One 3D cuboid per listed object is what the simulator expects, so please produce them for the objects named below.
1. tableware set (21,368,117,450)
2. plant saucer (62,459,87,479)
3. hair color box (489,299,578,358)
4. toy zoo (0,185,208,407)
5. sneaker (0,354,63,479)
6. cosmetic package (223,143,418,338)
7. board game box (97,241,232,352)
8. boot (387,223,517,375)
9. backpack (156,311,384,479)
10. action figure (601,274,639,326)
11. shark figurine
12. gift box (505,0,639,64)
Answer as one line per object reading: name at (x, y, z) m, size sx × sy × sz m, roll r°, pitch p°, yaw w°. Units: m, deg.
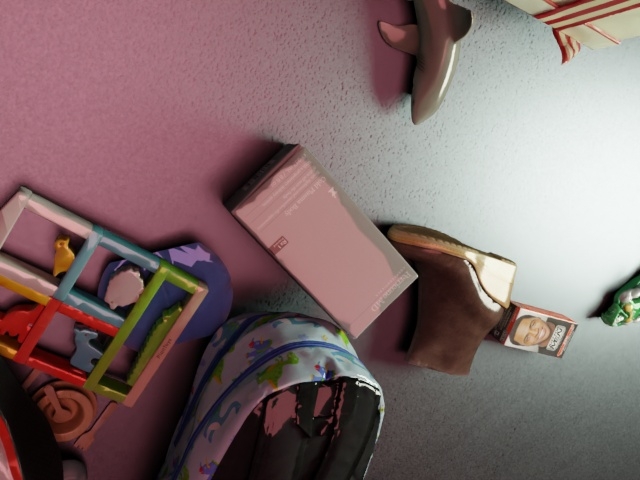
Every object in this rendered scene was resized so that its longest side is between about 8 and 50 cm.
tableware set at (-0.365, 0.267, 0.840) m, size 0.128 × 0.039 × 0.194 m, roll 36°, pitch 92°, yaw -29°
plant saucer at (-0.352, 0.342, 0.849) m, size 0.119 × 0.021 × 0.119 m, roll -36°, pitch 143°, yaw -33°
hair color box at (0.366, 0.152, 1.116) m, size 0.141 × 0.043 × 0.072 m, roll 15°, pitch 102°, yaw -26°
toy zoo at (-0.309, 0.066, 0.781) m, size 0.293 × 0.030 × 0.192 m, roll 30°, pitch 100°, yaw -23°
sneaker at (-0.417, 0.222, 0.758) m, size 0.145 × 0.090 × 0.270 m, roll -16°, pitch 112°, yaw 6°
cosmetic package at (0.000, 0.000, 0.852) m, size 0.127 × 0.107 × 0.238 m, roll -46°, pitch 106°, yaw -4°
board game box at (-0.200, 0.070, 0.849) m, size 0.168 × 0.033 × 0.133 m, roll -14°, pitch 113°, yaw -10°
boot at (0.175, 0.098, 0.988) m, size 0.248 × 0.090 × 0.207 m, roll 19°, pitch 101°, yaw -26°
backpack at (-0.066, 0.270, 0.869) m, size 0.290 × 0.273 × 0.355 m, roll 8°, pitch 128°, yaw -25°
action figure at (0.615, 0.101, 1.200) m, size 0.232 × 0.063 × 0.137 m, roll -25°, pitch 119°, yaw -10°
shark figurine at (0.136, -0.300, 0.823) m, size 0.166 × 0.116 × 0.278 m, roll -40°, pitch 120°, yaw -8°
gift box at (0.354, -0.379, 0.801) m, size 0.255 × 0.258 × 0.276 m, roll 19°, pitch 86°, yaw -29°
